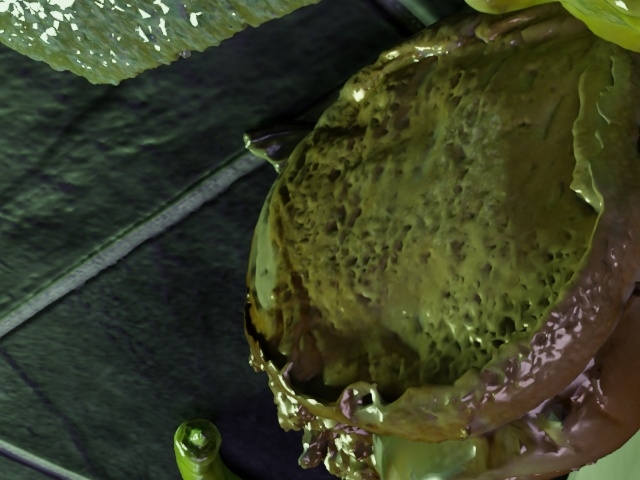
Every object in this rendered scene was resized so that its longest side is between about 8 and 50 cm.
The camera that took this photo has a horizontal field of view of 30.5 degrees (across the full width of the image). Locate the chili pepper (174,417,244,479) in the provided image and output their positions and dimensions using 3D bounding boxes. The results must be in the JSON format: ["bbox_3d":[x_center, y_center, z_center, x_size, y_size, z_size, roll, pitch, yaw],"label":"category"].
[{"bbox_3d":[-0.077,0.196,0.952,0.049,0.043,0.208,-34,142,-4],"label":"chili pepper"}]

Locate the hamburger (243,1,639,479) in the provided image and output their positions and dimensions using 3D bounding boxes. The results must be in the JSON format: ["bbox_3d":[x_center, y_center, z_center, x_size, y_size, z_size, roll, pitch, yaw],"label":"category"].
[{"bbox_3d":[0.076,0.012,0.575,0.146,0.243,0.286,35,94,-30],"label":"hamburger"}]

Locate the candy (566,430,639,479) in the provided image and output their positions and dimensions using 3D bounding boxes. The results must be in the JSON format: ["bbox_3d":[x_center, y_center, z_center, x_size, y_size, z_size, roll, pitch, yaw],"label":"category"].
[{"bbox_3d":[0.313,0.170,0.862,0.208,0.145,0.359,0,138,-4],"label":"candy"}]

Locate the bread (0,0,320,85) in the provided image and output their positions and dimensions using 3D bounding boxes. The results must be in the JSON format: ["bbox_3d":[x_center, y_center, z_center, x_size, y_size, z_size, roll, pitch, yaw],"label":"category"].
[{"bbox_3d":[-0.097,-0.154,0.456,0.207,0.056,0.286,39,147,-27],"label":"bread"}]

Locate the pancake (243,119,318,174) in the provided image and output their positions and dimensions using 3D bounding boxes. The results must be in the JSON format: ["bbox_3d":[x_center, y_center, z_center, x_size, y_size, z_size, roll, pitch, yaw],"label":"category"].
[{"bbox_3d":[0.000,0.000,0.739,0.184,0.020,0.190,25,131,-29],"label":"pancake"}]

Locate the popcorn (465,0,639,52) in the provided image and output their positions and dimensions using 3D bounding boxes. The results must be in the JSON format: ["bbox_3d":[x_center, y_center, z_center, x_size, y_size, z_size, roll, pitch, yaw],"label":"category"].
[{"bbox_3d":[0.156,-0.165,0.434,0.235,0.217,0.181,-32,105,38],"label":"popcorn"}]
